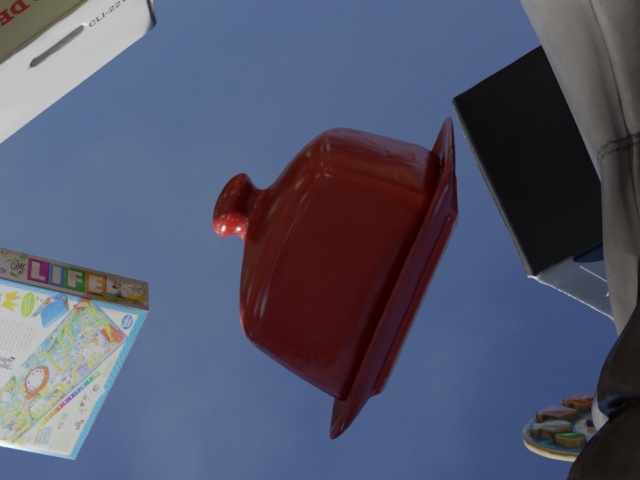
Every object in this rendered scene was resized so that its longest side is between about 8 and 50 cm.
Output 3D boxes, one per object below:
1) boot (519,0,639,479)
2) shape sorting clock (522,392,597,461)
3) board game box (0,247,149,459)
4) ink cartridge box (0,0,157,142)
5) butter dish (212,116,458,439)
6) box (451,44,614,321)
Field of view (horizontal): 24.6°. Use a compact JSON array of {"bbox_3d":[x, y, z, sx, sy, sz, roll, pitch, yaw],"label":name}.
[{"bbox_3d":[0.086,0.012,0.329,0.223,0.338,0.118,-52,-166,-22],"label":"boot"},{"bbox_3d":[0.281,0.158,1.304,0.206,0.040,0.206,-11,-176,1],"label":"shape sorting clock"},{"bbox_3d":[-0.182,0.075,0.933,0.026,0.103,0.154,-98,-150,-46],"label":"board game box"},{"bbox_3d":[-0.304,-0.243,1.282,0.197,0.273,0.114,-39,160,-14],"label":"ink cartridge box"},{"bbox_3d":[0.000,0.000,0.783,0.160,0.118,0.160,-73,-175,-74],"label":"butter dish"},{"bbox_3d":[0.384,-0.112,1.443,0.395,0.293,0.212,-30,-114,19],"label":"box"}]
